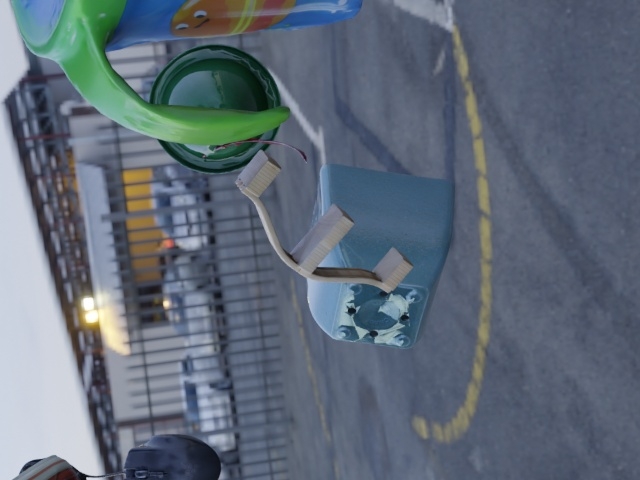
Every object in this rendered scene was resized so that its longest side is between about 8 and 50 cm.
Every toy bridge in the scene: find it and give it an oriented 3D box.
[{"bbox_3d":[0.000,0.000,0.818,0.188,0.063,0.026,35,-171,-35],"label":"toy bridge"}]

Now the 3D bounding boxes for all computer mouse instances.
[{"bbox_3d":[-0.228,0.260,1.095,0.041,0.242,0.071,17,-116,-78],"label":"computer mouse"}]

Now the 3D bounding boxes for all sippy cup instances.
[{"bbox_3d":[-0.077,-0.234,0.655,0.240,0.224,0.306,43,129,52],"label":"sippy cup"}]

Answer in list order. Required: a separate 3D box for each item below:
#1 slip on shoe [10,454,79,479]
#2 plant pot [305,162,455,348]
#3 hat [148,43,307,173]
[{"bbox_3d":[-0.315,0.314,0.920,0.123,0.101,0.331,-51,-6,22],"label":"slip on shoe"},{"bbox_3d":[0.102,0.048,1.728,0.252,0.247,0.247,-88,6,-52],"label":"plant pot"},{"bbox_3d":[-0.138,-0.149,1.227,0.173,0.208,0.183,60,-165,-15],"label":"hat"}]
